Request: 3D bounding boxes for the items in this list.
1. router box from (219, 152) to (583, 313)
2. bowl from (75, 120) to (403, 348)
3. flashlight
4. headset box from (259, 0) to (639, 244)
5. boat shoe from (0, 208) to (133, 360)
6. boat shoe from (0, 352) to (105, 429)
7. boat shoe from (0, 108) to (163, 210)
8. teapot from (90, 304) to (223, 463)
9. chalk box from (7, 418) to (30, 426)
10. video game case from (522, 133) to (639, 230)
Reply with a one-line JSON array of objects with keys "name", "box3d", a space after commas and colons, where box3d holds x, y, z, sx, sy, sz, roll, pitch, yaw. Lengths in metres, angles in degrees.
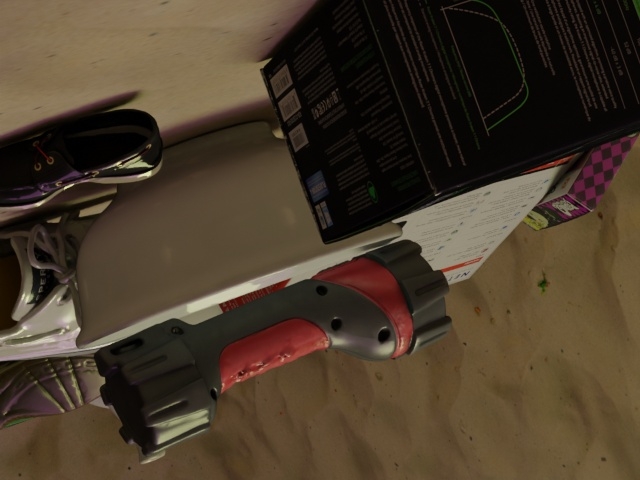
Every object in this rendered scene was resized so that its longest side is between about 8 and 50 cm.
[{"name": "router box", "box3d": [0.087, -0.034, 1.827, 0.335, 0.082, 0.301, -14, 155, -37]}, {"name": "bowl", "box3d": [-0.088, -0.017, 1.491, 0.298, 0.134, 0.298, -19, 178, -1]}, {"name": "flashlight", "box3d": [-0.033, 0.093, 1.470, 0.304, 0.103, 0.103, -24, -146, -31]}, {"name": "headset box", "box3d": [0.136, -0.113, 1.071, 0.283, 0.131, 0.246, -20, 179, -16]}, {"name": "boat shoe", "box3d": [-0.259, 0.035, 1.588, 0.367, 0.135, 0.156, -9, 171, -20]}, {"name": "boat shoe", "box3d": [-0.316, 0.146, 1.822, 0.224, 0.080, 0.073, -22, -147, 1]}, {"name": "boat shoe", "box3d": [-0.166, -0.053, 1.104, 0.133, 0.049, 0.042, -13, 149, -9]}, {"name": "teapot", "box3d": [-0.211, 0.114, 2.088, 0.256, 0.187, 0.252, -44, -151, -23]}, {"name": "chalk box", "box3d": [-0.453, 0.155, 2.056, 0.180, 0.179, 0.289, -16, 175, -42]}, {"name": "video game case", "box3d": [0.313, -0.124, 1.938, 0.232, 0.042, 0.210, -58, -175, -9]}]
